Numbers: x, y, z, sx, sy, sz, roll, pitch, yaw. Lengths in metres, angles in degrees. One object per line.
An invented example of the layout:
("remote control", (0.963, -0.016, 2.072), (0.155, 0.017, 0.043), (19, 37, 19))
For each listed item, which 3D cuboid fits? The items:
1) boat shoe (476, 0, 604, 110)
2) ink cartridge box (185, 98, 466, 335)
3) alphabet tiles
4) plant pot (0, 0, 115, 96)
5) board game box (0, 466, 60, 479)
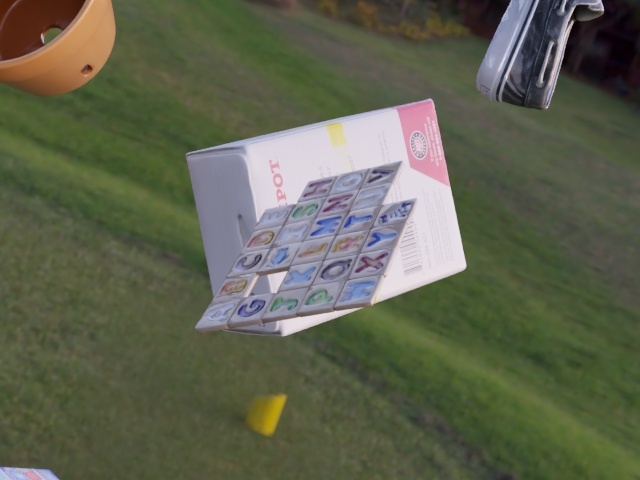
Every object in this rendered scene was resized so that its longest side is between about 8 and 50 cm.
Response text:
("boat shoe", (0.331, -0.330, 1.709), (0.119, 0.335, 0.121), (24, 3, 14))
("ink cartridge box", (0.012, -0.040, 1.893), (0.385, 0.279, 0.160), (-17, 9, -39))
("alphabet tiles", (0.000, 0.000, 1.246), (0.198, 0.009, 0.237), (-11, 33, 31))
("plant pot", (-0.434, -0.347, 1.872), (0.291, 0.291, 0.203), (23, -12, 16))
("board game box", (-0.313, 0.335, 1.461), (0.201, 0.035, 0.136), (35, 8, 33))
